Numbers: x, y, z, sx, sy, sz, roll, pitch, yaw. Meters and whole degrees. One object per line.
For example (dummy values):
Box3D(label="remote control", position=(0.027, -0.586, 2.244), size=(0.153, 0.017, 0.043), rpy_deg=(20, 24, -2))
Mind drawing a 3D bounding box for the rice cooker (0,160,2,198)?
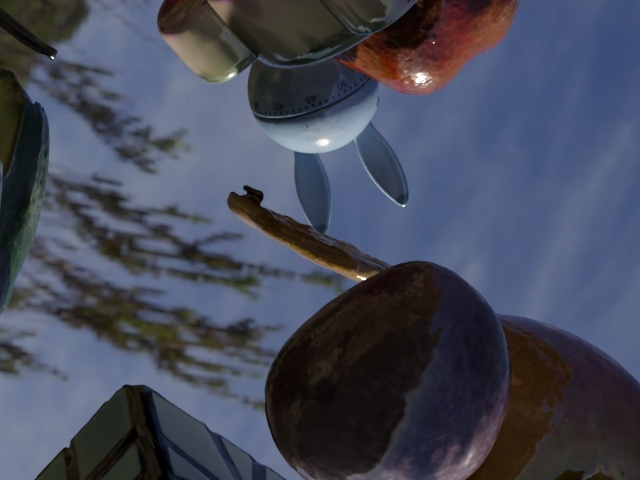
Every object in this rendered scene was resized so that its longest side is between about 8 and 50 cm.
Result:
Box3D(label="rice cooker", position=(-0.372, 0.034, 1.254), size=(0.288, 0.288, 0.277), rpy_deg=(13, -80, 56))

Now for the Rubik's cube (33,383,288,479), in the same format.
Box3D(label="Rubik's cube", position=(-0.161, 0.366, 1.730), size=(0.283, 0.288, 0.293), rpy_deg=(-46, -150, 10))

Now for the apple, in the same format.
Box3D(label="apple", position=(0.160, 0.198, 1.445), size=(0.301, 0.301, 0.301), rpy_deg=(-22, -117, 52))

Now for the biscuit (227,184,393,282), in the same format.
Box3D(label="biscuit", position=(-0.003, 0.004, 1.828), size=(0.041, 0.203, 0.260), rpy_deg=(-60, -161, 1))

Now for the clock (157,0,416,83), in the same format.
Box3D(label="clock", position=(0.026, -0.257, 1.231), size=(0.284, 0.114, 0.309), rpy_deg=(-10, -138, 48))

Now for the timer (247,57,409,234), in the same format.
Box3D(label="timer", position=(0.006, -0.154, 2.103), size=(0.175, 0.255, 0.175), rpy_deg=(-11, -129, 13))

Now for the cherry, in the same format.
Box3D(label="cherry", position=(0.054, 0.100, 1.165), size=(0.176, 0.176, 0.140), rpy_deg=(-50, -138, 36))

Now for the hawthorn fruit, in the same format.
Box3D(label="hawthorn fruit", position=(0.086, -0.279, 1.760), size=(0.224, 0.261, 0.224), rpy_deg=(-8, -120, 15))

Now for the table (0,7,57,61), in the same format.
Box3D(label="table", position=(-0.326, -0.331, 1.646), size=(0.317, 0.249, 0.317), rpy_deg=(-62, 177, -7))

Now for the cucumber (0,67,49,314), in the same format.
Box3D(label="cucumber", position=(-0.332, -0.009, 1.708), size=(0.105, 0.145, 0.325), rpy_deg=(8, -114, 28))
